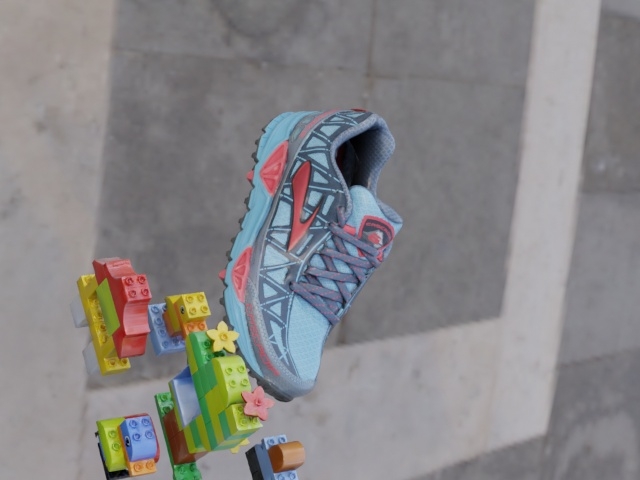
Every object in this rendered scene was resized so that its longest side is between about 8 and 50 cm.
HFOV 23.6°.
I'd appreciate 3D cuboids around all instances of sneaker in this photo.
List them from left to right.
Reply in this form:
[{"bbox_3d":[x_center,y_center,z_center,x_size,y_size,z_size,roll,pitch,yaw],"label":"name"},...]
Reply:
[{"bbox_3d":[0.000,0.000,1.225,0.104,0.125,0.261,38,51,-48],"label":"sneaker"}]

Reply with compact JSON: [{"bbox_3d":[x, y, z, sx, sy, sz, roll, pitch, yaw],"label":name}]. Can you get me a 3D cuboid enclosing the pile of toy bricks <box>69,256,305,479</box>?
[{"bbox_3d":[-0.063,0.102,0.892,0.118,0.105,0.212,-7,69,-32],"label":"pile of toy bricks"}]
